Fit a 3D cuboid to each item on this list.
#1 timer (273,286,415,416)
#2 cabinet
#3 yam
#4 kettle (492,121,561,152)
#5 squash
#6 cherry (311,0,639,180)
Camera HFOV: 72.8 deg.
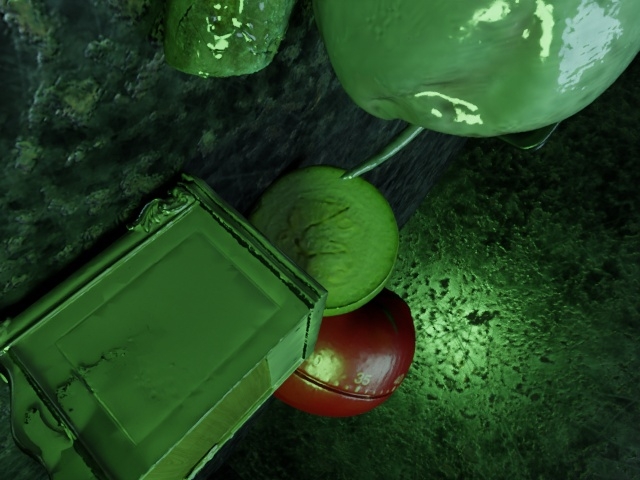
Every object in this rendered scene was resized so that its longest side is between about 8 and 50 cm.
[{"bbox_3d":[0.008,0.185,0.913,0.279,0.378,0.378,-61,164,13],"label":"timer"},{"bbox_3d":[-0.189,0.144,0.538,0.318,0.227,0.290,-43,164,-21],"label":"cabinet"},{"bbox_3d":[-0.059,-0.213,0.323,0.107,0.107,0.183,-35,160,-49],"label":"yam"},{"bbox_3d":[0.412,-0.381,0.926,0.262,0.308,0.203,-51,164,-7],"label":"kettle"},{"bbox_3d":[0.000,0.000,0.703,0.252,0.252,0.049,-48,163,-13],"label":"squash"},{"bbox_3d":[0.130,-0.251,0.365,0.291,0.326,0.335,-17,154,-13],"label":"cherry"}]
